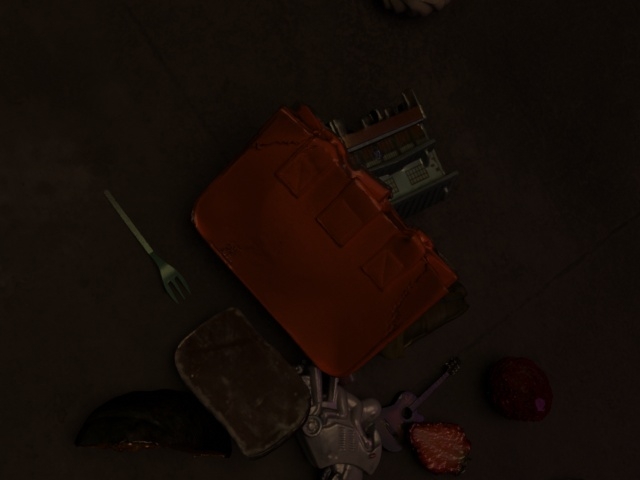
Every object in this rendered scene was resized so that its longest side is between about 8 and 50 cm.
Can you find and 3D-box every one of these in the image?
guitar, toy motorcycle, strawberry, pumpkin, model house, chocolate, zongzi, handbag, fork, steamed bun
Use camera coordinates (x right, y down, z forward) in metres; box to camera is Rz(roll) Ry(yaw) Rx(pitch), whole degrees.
[{"bbox_3d":[0.183,0.298,1.814,0.233,0.025,0.088,-40,97,-22],"label":"guitar"},{"bbox_3d":[0.033,0.324,1.713,0.171,0.110,0.260,-22,93,-23],"label":"toy motorcycle"},{"bbox_3d":[0.219,0.379,1.799,0.152,0.048,0.103,34,80,-18],"label":"strawberry"},{"bbox_3d":[-0.253,0.294,1.583,0.279,0.163,0.111,9,76,-21],"label":"pumpkin"},{"bbox_3d":[0.102,-0.133,1.764,0.224,0.198,0.215,-25,94,-23],"label":"model house"},{"bbox_3d":[-0.129,0.250,1.646,0.157,0.080,0.254,-37,66,-17],"label":"chocolate"},{"bbox_3d":[0.158,0.060,1.763,0.228,0.115,0.256,-26,108,-38],"label":"zongzi"},{"bbox_3d":[0.000,0.000,1.634,0.410,0.303,0.116,48,26,5],"label":"handbag"},{"bbox_3d":[0.381,0.279,1.824,0.131,0.148,0.131,4,78,-20],"label":"strawberry"},{"bbox_3d":[-0.306,0.008,1.687,0.039,0.021,0.235,-38,95,-24],"label":"fork"},{"bbox_3d":[0.176,-0.522,1.907,0.183,0.106,0.182,2,83,-17],"label":"steamed bun"}]

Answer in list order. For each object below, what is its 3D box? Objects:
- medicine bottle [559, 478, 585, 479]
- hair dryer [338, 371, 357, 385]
[{"bbox_3d":[0.490,0.508,1.874,0.057,0.057,0.089,-2,82,-20],"label":"medicine bottle"},{"bbox_3d":[0.070,0.186,1.783,0.154,0.054,0.106,-31,97,-26],"label":"hair dryer"}]
